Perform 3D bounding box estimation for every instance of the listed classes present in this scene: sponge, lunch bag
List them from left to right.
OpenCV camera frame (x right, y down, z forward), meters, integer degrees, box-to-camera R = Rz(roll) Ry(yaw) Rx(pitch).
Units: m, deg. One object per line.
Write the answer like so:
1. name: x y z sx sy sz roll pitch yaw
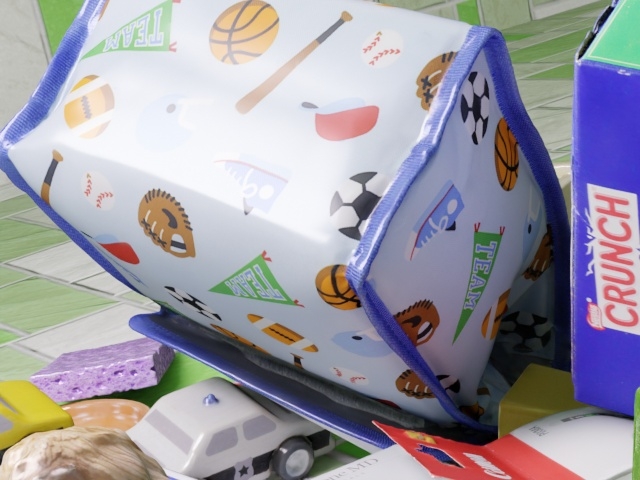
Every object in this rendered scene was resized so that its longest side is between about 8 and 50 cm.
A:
1. sponge: -0.208 0.123 1.589 0.117 0.031 0.210 -11 3 0
2. lunch bag: 0.000 0.000 1.207 0.327 0.385 0.239 21 72 30

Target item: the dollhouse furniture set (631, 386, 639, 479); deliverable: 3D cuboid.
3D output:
1. dollhouse furniture set: 0.312 0.146 0.732 0.301 0.151 0.197 12 -18 -34

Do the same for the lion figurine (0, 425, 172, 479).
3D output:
1. lion figurine: -0.169 0.247 0.653 0.142 0.240 0.392 -4 17 34

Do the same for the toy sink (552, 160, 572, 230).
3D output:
1. toy sink: 0.178 0.004 1.577 0.152 0.131 0.234 -4 15 31

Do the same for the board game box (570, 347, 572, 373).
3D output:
1. board game box: 0.288 0.046 1.356 0.243 0.042 0.165 -32 20 -28

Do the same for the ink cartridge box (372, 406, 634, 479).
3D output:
1. ink cartridge box: 0.160 0.128 0.989 0.224 0.056 0.181 16 0 -9

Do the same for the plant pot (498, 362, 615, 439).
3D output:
1. plant pot: 0.175 0.141 1.135 0.083 0.082 0.081 7 20 22

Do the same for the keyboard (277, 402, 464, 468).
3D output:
1. keyboard: 0.034 0.136 1.241 0.072 0.014 0.256 -6 22 -44

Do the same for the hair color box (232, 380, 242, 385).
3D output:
1. hair color box: -0.006 0.120 1.461 0.072 0.043 0.141 -1 18 40

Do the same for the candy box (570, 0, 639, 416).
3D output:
1. candy box: 0.309 0.004 0.935 0.317 0.268 0.122 14 44 24

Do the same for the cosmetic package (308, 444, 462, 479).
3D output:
1. cosmetic package: 0.067 0.198 0.980 0.117 0.086 0.231 -19 16 -28

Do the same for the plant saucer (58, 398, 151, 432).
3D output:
1. plant saucer: -0.236 0.190 1.403 0.200 0.037 0.200 -13 14 3

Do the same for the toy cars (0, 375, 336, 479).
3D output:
1. toy cars: -0.187 0.148 1.284 0.393 0.087 0.176 0 27 5

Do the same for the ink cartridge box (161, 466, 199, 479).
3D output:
1. ink cartridge box: -0.133 0.221 1.018 0.175 0.069 0.371 -40 23 -26
